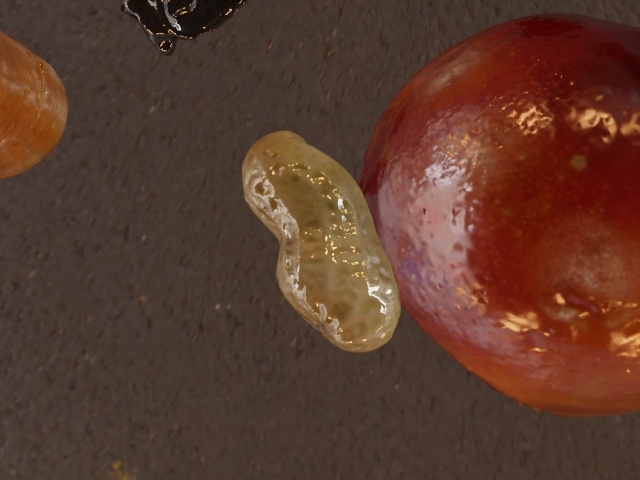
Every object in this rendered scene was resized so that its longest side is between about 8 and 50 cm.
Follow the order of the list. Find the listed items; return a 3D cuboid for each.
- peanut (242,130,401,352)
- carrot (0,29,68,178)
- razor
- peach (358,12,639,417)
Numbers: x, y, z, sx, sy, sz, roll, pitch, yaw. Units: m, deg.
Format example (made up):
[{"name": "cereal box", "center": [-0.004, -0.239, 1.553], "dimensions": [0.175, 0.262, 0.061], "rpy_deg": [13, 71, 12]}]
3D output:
[{"name": "peanut", "center": [0.000, 0.000, 0.608], "dimensions": [0.054, 0.054, 0.113], "rpy_deg": [-29, 79, 14]}, {"name": "carrot", "center": [-0.425, -0.202, 1.576], "dimensions": [0.196, 0.254, 0.196], "rpy_deg": [-1, 73, 4]}, {"name": "razor", "center": [-0.167, -0.343, 1.529], "dimensions": [0.189, 0.327, 0.107], "rpy_deg": [-39, 127, 7]}, {"name": "peach", "center": [0.251, -0.031, 1.165], "dimensions": [0.406, 0.335, 0.310], "rpy_deg": [36, 131, -18]}]
